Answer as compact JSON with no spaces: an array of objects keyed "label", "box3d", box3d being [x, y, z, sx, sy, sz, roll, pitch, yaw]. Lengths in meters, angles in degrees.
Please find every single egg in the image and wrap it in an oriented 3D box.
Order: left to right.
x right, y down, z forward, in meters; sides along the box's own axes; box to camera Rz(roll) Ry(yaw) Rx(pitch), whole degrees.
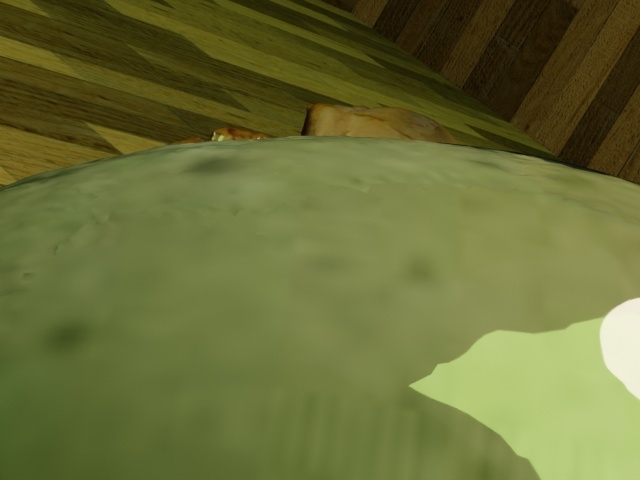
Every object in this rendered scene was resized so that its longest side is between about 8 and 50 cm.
[{"label":"egg","box3d":[0.016,0.142,0.538,0.428,0.345,0.345,13,15,-9]}]

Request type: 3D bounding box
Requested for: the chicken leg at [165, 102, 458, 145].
[{"label":"chicken leg","box3d":[-0.003,0.015,1.549,0.295,0.182,0.409,19,30,-11]}]
